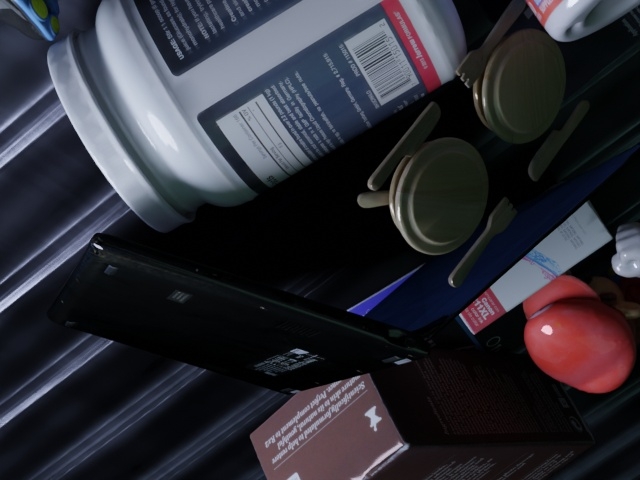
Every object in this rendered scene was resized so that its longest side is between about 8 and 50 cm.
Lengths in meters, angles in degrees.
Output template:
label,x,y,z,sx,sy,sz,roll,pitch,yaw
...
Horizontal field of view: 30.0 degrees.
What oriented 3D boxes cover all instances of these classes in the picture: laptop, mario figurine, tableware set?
label,x,y,z,sx,sy,sz,roll,pitch,yaw
laptop,0.000,0.000,1.075,0.408,0.236,0.382,19,163,-13
mario figurine,0.331,0.051,1.376,0.320,0.170,0.198,-19,117,-46
tableware set,0.113,-0.076,0.892,0.194,0.039,0.128,-52,127,-14

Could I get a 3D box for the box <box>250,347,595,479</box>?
label,x,y,z,sx,sy,sz,roll,pitch,yaw
box,0.127,0.231,1.387,0.381,0.143,0.191,8,136,-49

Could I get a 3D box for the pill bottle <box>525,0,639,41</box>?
label,x,y,z,sx,sy,sz,roll,pitch,yaw
pill bottle,0.157,-0.263,0.845,0.124,0.221,0.124,-31,169,-7

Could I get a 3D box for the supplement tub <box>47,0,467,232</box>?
label,x,y,z,sx,sy,sz,roll,pitch,yaw
supplement tub,-0.045,-0.145,0.902,0.272,0.191,0.191,-30,142,5

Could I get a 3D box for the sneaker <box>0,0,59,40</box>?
label,x,y,z,sx,sy,sz,roll,pitch,yaw
sneaker,-0.260,-0.196,0.839,0.078,0.067,0.188,-23,149,31

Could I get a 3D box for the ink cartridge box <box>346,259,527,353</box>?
label,x,y,z,sx,sy,sz,roll,pitch,yaw
ink cartridge box,0.140,0.103,1.409,0.206,0.045,0.208,-32,140,8

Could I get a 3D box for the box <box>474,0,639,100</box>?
label,x,y,z,sx,sy,sz,roll,pitch,yaw
box,0.203,-0.229,0.975,0.158,0.156,0.093,-40,141,17

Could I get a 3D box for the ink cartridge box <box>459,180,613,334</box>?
label,x,y,z,sx,sy,sz,roll,pitch,yaw
ink cartridge box,0.209,0.016,1.265,0.175,0.072,0.127,-35,180,3
